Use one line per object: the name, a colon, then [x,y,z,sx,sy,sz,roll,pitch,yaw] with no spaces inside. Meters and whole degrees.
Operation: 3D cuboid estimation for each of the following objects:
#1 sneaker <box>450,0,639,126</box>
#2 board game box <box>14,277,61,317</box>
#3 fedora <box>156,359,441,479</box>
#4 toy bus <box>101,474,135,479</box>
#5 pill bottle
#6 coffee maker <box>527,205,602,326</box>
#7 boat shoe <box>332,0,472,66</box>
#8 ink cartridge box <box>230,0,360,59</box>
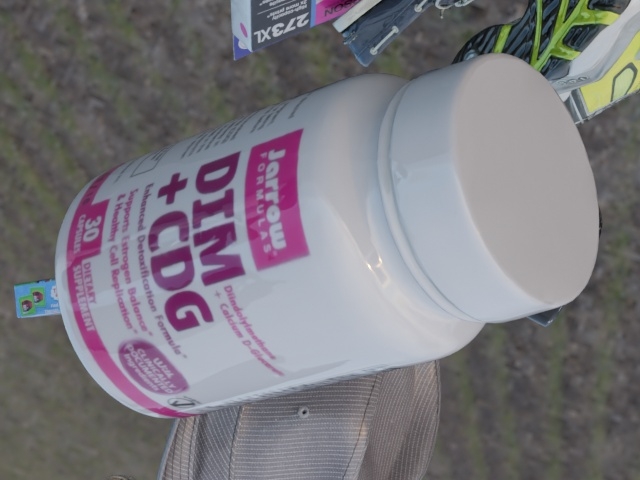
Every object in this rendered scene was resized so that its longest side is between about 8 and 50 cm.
sneaker: [0.237,-0.155,1.535,0.147,0.145,0.384,6,159,-23]
board game box: [-0.168,0.044,1.568,0.211,0.039,0.160,-8,178,32]
fedora: [0.003,0.136,1.155,0.124,0.275,0.244,12,155,28]
toy bus: [-0.277,0.351,1.622,0.202,0.191,0.104,-7,129,-7]
pill bottle: [0.000,0.000,0.888,0.283,0.160,0.160,-17,142,38]
coffee maker: [0.127,-0.006,1.297,0.178,0.171,0.120,25,132,-1]
boat shoe: [0.136,-0.306,1.933,0.079,0.254,0.095,54,-172,-8]
ink cartridge box: [-0.021,-0.336,1.907,0.069,0.175,0.371,60,165,22]
